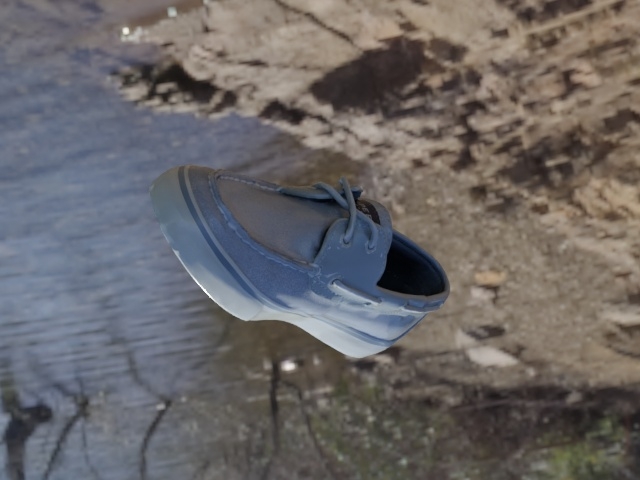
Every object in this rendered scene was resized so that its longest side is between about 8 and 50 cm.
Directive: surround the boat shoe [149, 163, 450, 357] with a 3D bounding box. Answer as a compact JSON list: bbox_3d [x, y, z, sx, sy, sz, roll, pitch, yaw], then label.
[{"bbox_3d":[0.001,0.001,0.620,0.081,0.079,0.227,-32,150,18],"label":"boat shoe"}]
